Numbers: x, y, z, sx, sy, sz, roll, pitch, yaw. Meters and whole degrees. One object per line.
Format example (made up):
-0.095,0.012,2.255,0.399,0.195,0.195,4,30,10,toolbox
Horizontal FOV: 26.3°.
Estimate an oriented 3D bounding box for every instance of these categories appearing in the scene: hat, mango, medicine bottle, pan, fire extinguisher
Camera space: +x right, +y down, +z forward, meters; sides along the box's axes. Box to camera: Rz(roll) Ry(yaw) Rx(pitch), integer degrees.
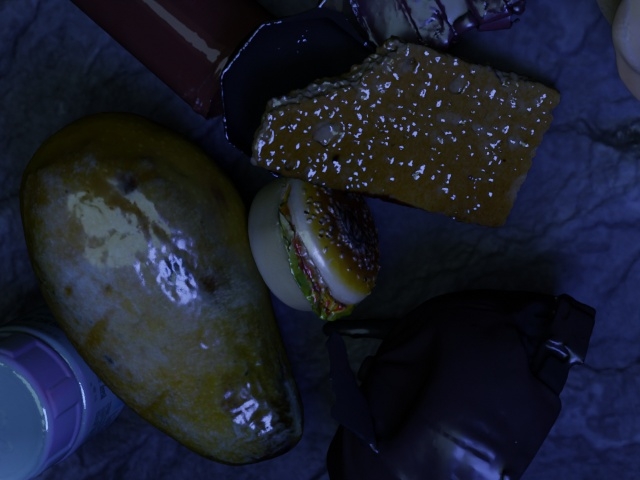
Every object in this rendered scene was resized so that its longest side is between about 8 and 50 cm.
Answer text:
0.064,0.171,1.097,0.209,0.238,0.336,21,116,9,hat
-0.130,0.045,1.167,0.176,0.175,0.329,6,127,52,mango
-0.257,0.136,1.208,0.135,0.168,0.135,3,103,16,medicine bottle
0.004,-0.148,1.074,0.128,0.048,0.202,36,101,-31,pan
-0.171,-0.262,1.142,0.337,0.106,0.147,42,96,4,fire extinguisher

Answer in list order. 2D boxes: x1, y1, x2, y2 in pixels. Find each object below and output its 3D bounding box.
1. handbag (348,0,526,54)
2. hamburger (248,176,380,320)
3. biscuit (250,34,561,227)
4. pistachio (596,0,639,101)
0.098,-0.262,1.079,0.203,0.074,0.216,-26,95,19,handbag
0.000,0.000,1.123,0.081,0.141,0.126,-20,105,33,hamburger
0.068,-0.092,1.081,0.237,0.026,0.131,14,107,-23,biscuit
0.340,-0.218,0.943,0.321,0.229,0.238,-30,122,23,pistachio
